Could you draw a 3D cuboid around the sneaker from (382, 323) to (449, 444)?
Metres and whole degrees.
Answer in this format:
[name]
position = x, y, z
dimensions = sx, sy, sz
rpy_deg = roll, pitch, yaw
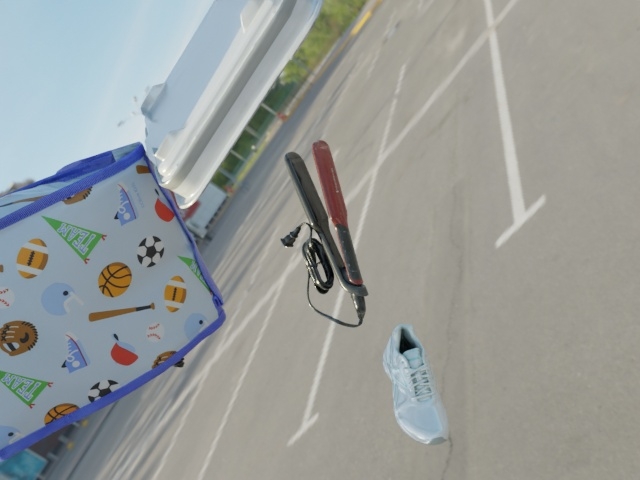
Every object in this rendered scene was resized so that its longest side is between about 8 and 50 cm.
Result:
[sneaker]
position = 0.103, 0.157, 0.797
dimensions = 0.152, 0.054, 0.061
rpy_deg = -110, 17, -48

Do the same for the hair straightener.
[hair straightener]
position = 0.000, 0.000, 0.868
dimensions = 0.089, 0.230, 0.047
rpy_deg = -15, 8, 27

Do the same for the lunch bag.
[lunch bag]
position = -0.371, 0.070, 1.069
dimensions = 0.385, 0.328, 0.239
rpy_deg = -27, 23, -10

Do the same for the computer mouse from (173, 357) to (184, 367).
[computer mouse]
position = -0.341, 0.235, 1.364
dimensions = 0.193, 0.106, 0.042
rpy_deg = 29, -117, -73

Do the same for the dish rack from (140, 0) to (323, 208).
[dish rack]
position = -0.143, -0.231, 0.956
dimensions = 0.333, 0.072, 0.285
rpy_deg = -55, 32, 15
